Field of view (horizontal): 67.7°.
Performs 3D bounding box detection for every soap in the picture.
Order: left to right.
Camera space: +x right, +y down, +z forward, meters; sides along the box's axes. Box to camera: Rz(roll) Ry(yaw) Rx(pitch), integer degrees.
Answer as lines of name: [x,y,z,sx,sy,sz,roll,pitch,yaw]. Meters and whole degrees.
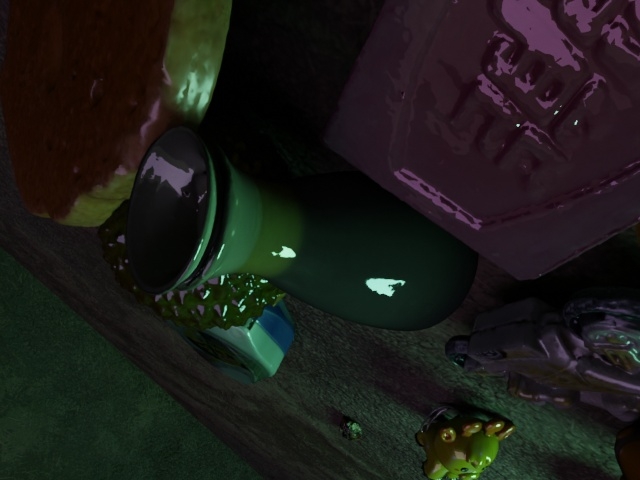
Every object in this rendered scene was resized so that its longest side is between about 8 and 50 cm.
soap: [0.165,-0.143,0.296,0.232,0.128,0.360,35,146,1]

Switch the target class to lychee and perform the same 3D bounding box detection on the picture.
lychee: [-0.147,-0.020,0.617,0.319,0.270,0.270,-22,118,42]

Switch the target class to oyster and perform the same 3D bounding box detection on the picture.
oyster: [0.076,0.521,1.318,0.086,0.029,0.132,3,137,41]

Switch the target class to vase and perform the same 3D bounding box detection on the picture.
vase: [0.000,0.000,0.441,0.173,0.174,0.321,-1,173,43]

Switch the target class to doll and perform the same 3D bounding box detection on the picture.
doll: [0.263,0.374,0.891,0.142,0.136,0.221,4,141,-10]

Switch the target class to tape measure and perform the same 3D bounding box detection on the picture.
tape measure: [-0.194,0.190,1.046,0.259,0.138,0.262,11,140,35]

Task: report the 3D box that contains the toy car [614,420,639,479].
toy car: [0.449,0.327,0.545,0.271,0.241,0.340,-5,167,38]

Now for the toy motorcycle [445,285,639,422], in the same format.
toy motorcycle: [0.297,0.140,0.553,0.222,0.108,0.341,25,156,-6]

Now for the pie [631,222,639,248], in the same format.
pie: [0.345,-0.005,0.342,0.205,0.084,0.179,21,146,32]

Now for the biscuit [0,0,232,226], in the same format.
biscuit: [-0.236,-0.190,0.484,0.454,0.350,0.078,-1,177,43]

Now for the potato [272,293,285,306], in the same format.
potato: [-0.088,0.063,0.852,0.096,0.066,0.103,49,164,25]
